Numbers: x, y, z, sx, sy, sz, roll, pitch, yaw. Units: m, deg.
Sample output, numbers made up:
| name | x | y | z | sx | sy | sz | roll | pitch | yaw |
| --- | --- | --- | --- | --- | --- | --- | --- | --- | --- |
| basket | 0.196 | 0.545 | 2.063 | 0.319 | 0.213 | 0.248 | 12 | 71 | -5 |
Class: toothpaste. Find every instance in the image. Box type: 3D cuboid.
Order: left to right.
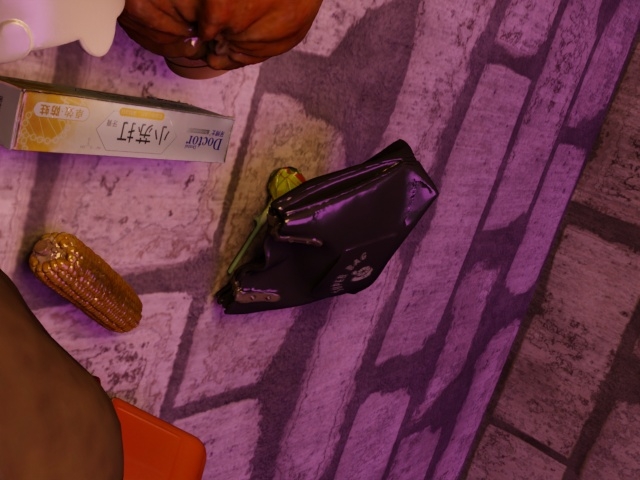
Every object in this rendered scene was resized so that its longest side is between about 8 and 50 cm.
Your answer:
| name | x | y | z | sx | sy | sz | roll | pitch | yaw |
| --- | --- | --- | --- | --- | --- | --- | --- | --- | --- |
| toothpaste | -0.230 | -0.130 | 0.915 | 0.312 | 0.089 | 0.071 | -3 | 110 | -56 |

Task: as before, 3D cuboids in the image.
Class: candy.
| name | x | y | z | sx | sy | sz | roll | pitch | yaw |
| --- | --- | --- | --- | --- | --- | --- | --- | --- | --- |
| candy | -0.089 | -0.029 | 1.258 | 0.194 | 0.062 | 0.058 | -55 | -166 | 3 |

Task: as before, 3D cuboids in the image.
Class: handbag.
| name | x | y | z | sx | sy | sz | roll | pitch | yaw |
| --- | --- | --- | --- | --- | --- | --- | --- | --- | --- |
| handbag | 0.000 | 0.000 | 1.248 | 0.288 | 0.152 | 0.342 | -18 | 154 | -37 |

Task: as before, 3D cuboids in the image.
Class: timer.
| name | x | y | z | sx | sy | sz | roll | pitch | yaw |
| --- | --- | --- | --- | --- | --- | --- | --- | --- | --- |
| timer | -0.280 | 0.397 | 1.108 | 0.257 | 0.161 | 0.250 | -86 | -158 | -66 |

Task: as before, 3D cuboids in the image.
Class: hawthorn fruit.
| name | x | y | z | sx | sy | sz | roll | pitch | yaw |
| --- | --- | --- | --- | --- | --- | --- | --- | --- | --- |
| hawthorn fruit | -0.111 | -0.302 | 0.812 | 0.258 | 0.262 | 0.258 | -24 | 175 | -2 |

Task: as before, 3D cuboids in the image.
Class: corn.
| name | x | y | z | sx | sy | sz | roll | pitch | yaw |
| --- | --- | --- | --- | --- | --- | --- | --- | --- | --- |
| corn | -0.281 | 0.053 | 0.995 | 0.068 | 0.068 | 0.207 | -55 | 149 | -14 |

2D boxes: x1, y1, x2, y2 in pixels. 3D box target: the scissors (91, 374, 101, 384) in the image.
| name | x | y | z | sx | sy | sz | roll | pitch | yaw |
| --- | --- | --- | --- | --- | --- | --- | --- | --- | --- |
| scissors | -0.317 | 0.295 | 1.034 | 0.248 | 0.017 | 0.144 | -87 | -176 | -61 |

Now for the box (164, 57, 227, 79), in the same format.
| name | x | y | z | sx | sy | sz | roll | pitch | yaw |
| --- | --- | --- | --- | --- | --- | --- | --- | --- | --- |
| box | -0.138 | -0.236 | 0.956 | 0.105 | 0.105 | 0.037 | -49 | 152 | -23 |

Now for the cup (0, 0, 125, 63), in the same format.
| name | x | y | z | sx | sy | sz | roll | pitch | yaw |
| --- | --- | --- | --- | --- | --- | --- | --- | --- | --- |
| cup | -0.292 | -0.283 | 0.605 | 0.289 | 0.219 | 0.258 | -5 | 122 | -19 |

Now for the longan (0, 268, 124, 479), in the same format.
| name | x | y | z | sx | sy | sz | roll | pitch | yaw |
| --- | --- | --- | --- | --- | --- | --- | --- | --- | --- |
| longan | -0.363 | 0.167 | 0.650 | 0.404 | 0.404 | 0.336 | -33 | 173 | -41 |
